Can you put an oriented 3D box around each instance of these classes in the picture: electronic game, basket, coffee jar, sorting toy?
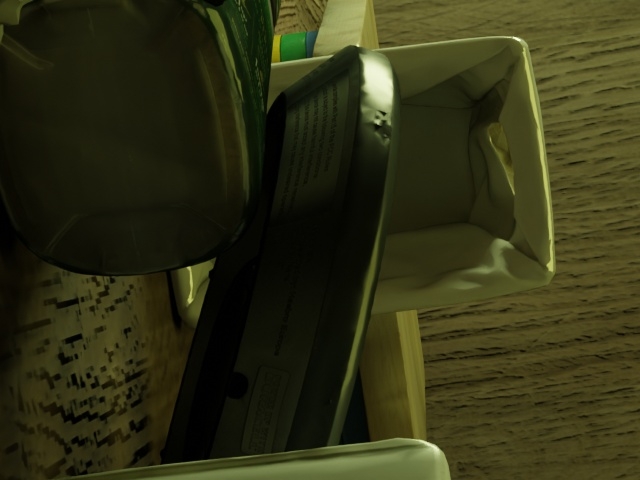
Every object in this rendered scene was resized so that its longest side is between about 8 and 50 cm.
[{"bbox_3d":[-0.017,0.048,0.591,0.229,0.048,0.229,-165,-90,-84],"label":"electronic game"},{"bbox_3d":[0.013,-0.026,0.831,0.103,0.167,0.113,-118,-159,-86],"label":"basket"},{"bbox_3d":[-0.055,-0.073,0.576,0.184,0.079,0.096,-86,169,-61],"label":"coffee jar"},{"bbox_3d":[0.000,0.000,1.037,0.255,0.089,0.257,-80,162,-74],"label":"sorting toy"}]

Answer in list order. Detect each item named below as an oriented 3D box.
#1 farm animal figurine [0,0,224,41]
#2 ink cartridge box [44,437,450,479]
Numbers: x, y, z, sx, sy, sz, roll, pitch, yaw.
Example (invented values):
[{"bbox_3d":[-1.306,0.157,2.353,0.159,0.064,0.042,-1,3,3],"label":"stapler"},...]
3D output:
[{"bbox_3d":[-0.057,-0.204,0.258,0.327,0.172,0.330,175,-78,-77],"label":"farm animal figurine"},{"bbox_3d":[-0.006,0.227,0.450,0.211,0.122,0.289,-91,172,-52],"label":"ink cartridge box"}]
